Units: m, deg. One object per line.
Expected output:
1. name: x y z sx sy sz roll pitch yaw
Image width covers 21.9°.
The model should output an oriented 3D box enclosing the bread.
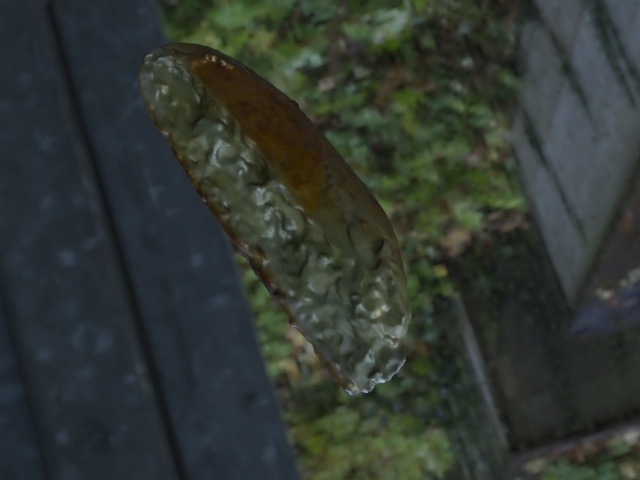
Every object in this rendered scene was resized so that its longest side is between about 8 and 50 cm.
1. bread: -0.002 -0.007 0.664 0.054 0.154 0.136 -34 167 5
